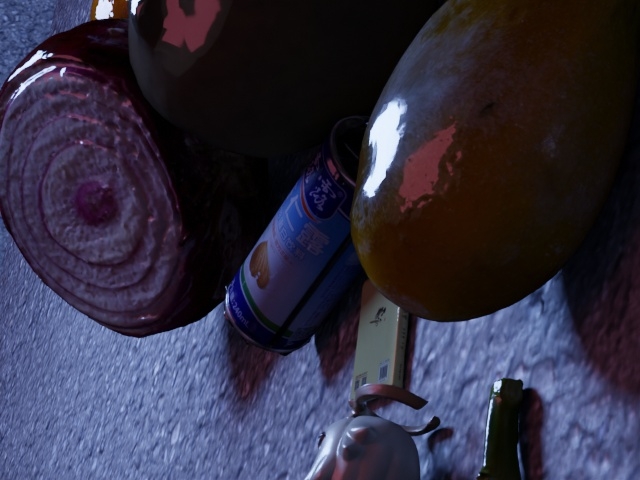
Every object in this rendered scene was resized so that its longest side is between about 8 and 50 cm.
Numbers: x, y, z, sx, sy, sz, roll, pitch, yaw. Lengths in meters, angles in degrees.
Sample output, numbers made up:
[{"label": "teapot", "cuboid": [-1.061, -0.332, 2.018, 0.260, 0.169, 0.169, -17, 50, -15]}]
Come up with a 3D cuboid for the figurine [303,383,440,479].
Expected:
[{"label": "figurine", "cuboid": [0.038, 0.180, 1.083, 0.132, 0.132, 0.154, -40, 26, 57]}]

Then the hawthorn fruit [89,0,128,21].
[{"label": "hawthorn fruit", "cuboid": [-0.155, -0.289, 1.790, 0.224, 0.224, 0.261, -51, 18, 47]}]

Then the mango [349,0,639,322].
[{"label": "mango", "cuboid": [0.127, -0.095, 0.989, 0.193, 0.146, 0.316, 26, 90, 58]}]

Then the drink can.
[{"label": "drink can", "cuboid": [0.000, 0.000, 1.320, 0.235, 0.097, 0.097, 125, 153, -44]}]

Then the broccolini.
[{"label": "broccolini", "cuboid": [0.106, 0.186, 0.954, 0.067, 0.058, 0.216, 134, 147, -57]}]

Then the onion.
[{"label": "onion", "cuboid": [-0.187, -0.077, 1.619, 0.282, 0.337, 0.260, -24, 5, 33]}]

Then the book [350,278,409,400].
[{"label": "book", "cuboid": [0.052, 0.077, 1.239, 0.077, 0.014, 0.111, -32, 46, 59]}]

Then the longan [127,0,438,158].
[{"label": "longan", "cuboid": [-0.039, -0.214, 1.319, 0.297, 0.297, 0.297, -164, 90, -70]}]
